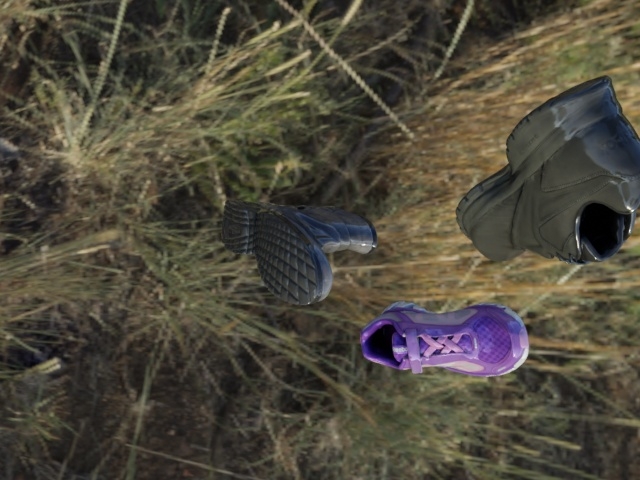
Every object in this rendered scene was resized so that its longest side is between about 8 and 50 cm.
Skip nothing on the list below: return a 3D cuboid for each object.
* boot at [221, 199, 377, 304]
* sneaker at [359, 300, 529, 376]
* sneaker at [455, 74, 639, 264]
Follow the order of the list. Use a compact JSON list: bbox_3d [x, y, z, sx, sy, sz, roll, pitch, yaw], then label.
[{"bbox_3d":[0.000,0.000,1.565,0.223,0.338,0.118,0,112,-27],"label":"boot"},{"bbox_3d":[0.146,0.130,1.252,0.105,0.236,0.095,-7,95,-49],"label":"sneaker"},{"bbox_3d":[0.208,-0.026,0.889,0.109,0.286,0.130,-28,75,-14],"label":"sneaker"}]
